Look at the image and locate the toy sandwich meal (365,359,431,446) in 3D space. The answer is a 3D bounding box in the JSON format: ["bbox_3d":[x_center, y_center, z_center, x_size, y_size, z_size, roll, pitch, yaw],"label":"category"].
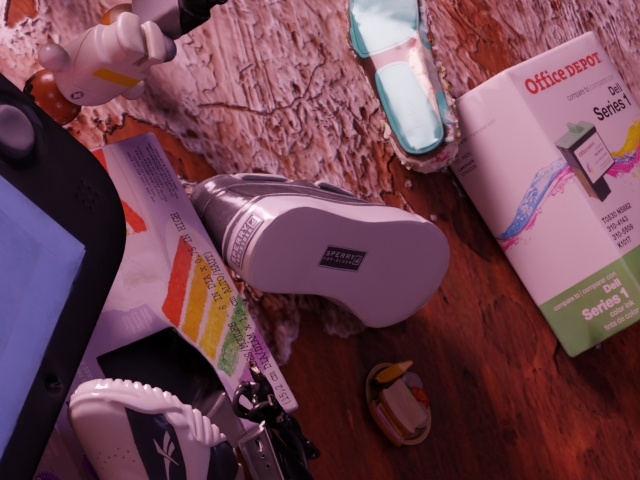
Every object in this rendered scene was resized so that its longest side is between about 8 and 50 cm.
[{"bbox_3d":[0.072,0.139,1.702,0.085,0.029,0.085,27,47,-33],"label":"toy sandwich meal"}]

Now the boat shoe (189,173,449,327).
[{"bbox_3d":[0.000,0.000,1.672,0.102,0.108,0.301,38,16,33],"label":"boat shoe"}]

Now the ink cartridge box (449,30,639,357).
[{"bbox_3d":[0.261,-0.051,1.966,0.201,0.117,0.278,-27,85,-52],"label":"ink cartridge box"}]

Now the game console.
[{"bbox_3d":[-0.292,0.006,1.248,0.342,0.060,0.386,46,40,-28],"label":"game console"}]

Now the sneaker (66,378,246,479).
[{"bbox_3d":[-0.108,0.215,1.325,0.235,0.094,0.153,61,33,-32],"label":"sneaker"}]

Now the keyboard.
[{"bbox_3d":[-0.004,0.207,1.443,0.317,0.033,0.201,60,8,-61],"label":"keyboard"}]

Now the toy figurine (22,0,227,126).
[{"bbox_3d":[-0.202,-0.209,1.574,0.209,0.148,0.213,52,36,-15],"label":"toy figurine"}]

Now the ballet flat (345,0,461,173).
[{"bbox_3d":[0.079,-0.169,1.903,0.077,0.091,0.241,45,32,-67],"label":"ballet flat"}]

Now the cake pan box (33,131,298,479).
[{"bbox_3d":[-0.162,0.066,1.477,0.246,0.070,0.267,-20,80,-49],"label":"cake pan box"}]
